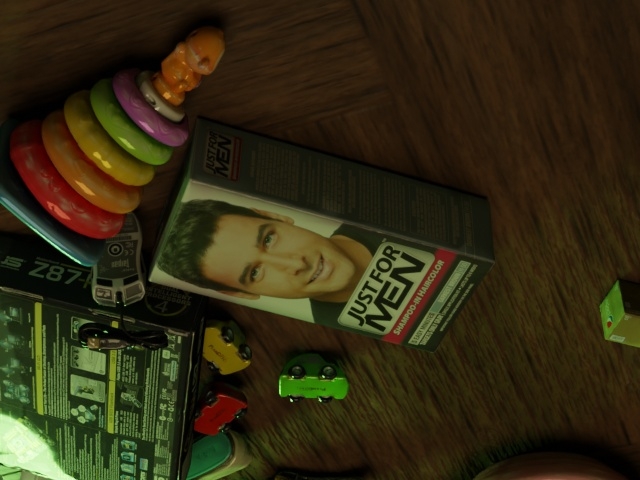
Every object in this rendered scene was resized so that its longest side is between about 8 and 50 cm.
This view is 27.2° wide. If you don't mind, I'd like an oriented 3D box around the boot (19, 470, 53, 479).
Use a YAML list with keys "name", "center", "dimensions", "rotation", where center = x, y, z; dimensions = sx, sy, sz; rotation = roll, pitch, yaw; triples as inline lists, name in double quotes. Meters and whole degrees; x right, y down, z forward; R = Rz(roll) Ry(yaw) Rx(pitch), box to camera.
- name: "boot"
  center: [-0.403, 0.400, 2.024]
  dimensions: [0.123, 0.095, 0.258]
  rotation: [17, 132, -7]

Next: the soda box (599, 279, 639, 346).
- name: "soda box"
  center: [0.462, 0.109, 1.731]
  dimensions: [0.181, 0.061, 0.058]
  rotation: [14, 134, -12]

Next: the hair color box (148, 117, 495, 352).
- name: "hair color box"
  center: [0.000, 0.000, 1.597]
  dimensions: [0.374, 0.114, 0.185]
  rotation: [15, 134, -13]

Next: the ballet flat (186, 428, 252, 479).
- name: "ballet flat"
  center: [-0.210, 0.347, 1.985]
  dimensions: [0.248, 0.086, 0.086]
  rotation: [-23, 131, 20]

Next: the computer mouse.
- name: "computer mouse"
  center: [-0.242, 0.048, 1.607]
  dimensions: [0.106, 0.193, 0.042]
  rotation: [-5, 152, -4]

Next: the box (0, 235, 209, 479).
- name: "box"
  center: [-0.322, 0.185, 1.770]
  dimensions: [0.318, 0.097, 0.395]
  rotation: [12, 135, 2]

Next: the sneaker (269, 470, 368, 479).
- name: "sneaker"
  center: [-0.029, 0.400, 2.023]
  dimensions: [0.225, 0.088, 0.093]
  rotation: [-13, 132, 14]

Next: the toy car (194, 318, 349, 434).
- name: "toy car"
  center: [-0.073, 0.185, 1.830]
  dimensions: [0.224, 0.053, 0.239]
  rotation: [3, 136, -2]

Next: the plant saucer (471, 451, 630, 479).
- name: "plant saucer"
  center: [0.348, 0.430, 2.048]
  dimensions: [0.332, 0.084, 0.332]
  rotation: [1, 135, 1]

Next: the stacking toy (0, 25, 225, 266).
- name: "stacking toy"
  center: [-0.212, -0.130, 1.466]
  dimensions: [0.302, 0.175, 0.165]
  rotation: [-40, 118, 18]

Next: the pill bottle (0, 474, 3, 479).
- name: "pill bottle"
  center: [-0.620, 0.427, 2.015]
  dimensions: [0.278, 0.162, 0.162]
  rotation: [-26, 129, 24]
